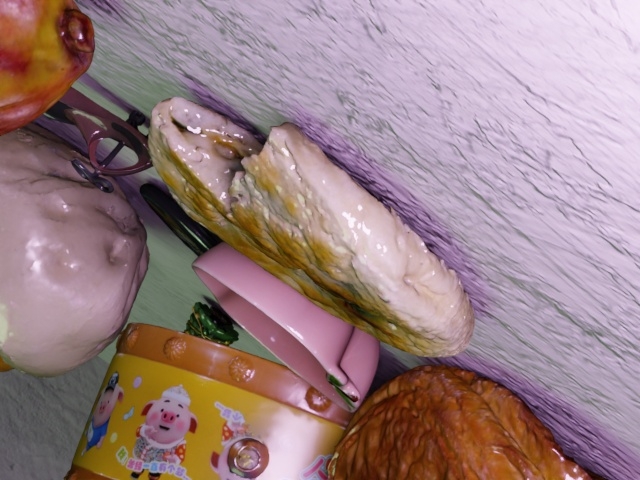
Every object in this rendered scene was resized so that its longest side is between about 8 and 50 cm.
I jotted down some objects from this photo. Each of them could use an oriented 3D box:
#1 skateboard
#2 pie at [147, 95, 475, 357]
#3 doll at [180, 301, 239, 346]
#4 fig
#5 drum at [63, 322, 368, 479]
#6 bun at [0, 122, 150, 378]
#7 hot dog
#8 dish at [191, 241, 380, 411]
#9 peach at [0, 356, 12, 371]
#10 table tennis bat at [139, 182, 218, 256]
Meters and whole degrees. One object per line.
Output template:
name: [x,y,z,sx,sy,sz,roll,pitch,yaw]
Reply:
skateboard: [-0.222,-0.105,1.838,0.151,0.080,0.067,33,161,16]
pie: [0.000,0.000,1.580,0.337,0.075,0.337,36,168,9]
doll: [-0.159,0.133,2.509,0.078,0.113,0.077,39,-155,-5]
fig: [-0.319,-0.179,1.536,0.263,0.224,0.224,36,170,-20]
drum: [-0.062,0.257,2.138,0.431,0.214,0.431,20,170,4]
bun: [-0.340,-0.013,2.208,0.326,0.234,0.362,49,177,-21]
hot dog: [0.162,0.244,1.806,0.267,0.174,0.387,40,159,-19]
dish: [-0.012,0.063,1.825,0.213,0.090,0.213,39,169,9]
peach: [-0.446,0.023,2.539,0.308,0.308,0.332,40,152,-6]
table tennis bat: [-0.116,0.019,2.105,0.236,0.027,0.150,50,170,-35]
